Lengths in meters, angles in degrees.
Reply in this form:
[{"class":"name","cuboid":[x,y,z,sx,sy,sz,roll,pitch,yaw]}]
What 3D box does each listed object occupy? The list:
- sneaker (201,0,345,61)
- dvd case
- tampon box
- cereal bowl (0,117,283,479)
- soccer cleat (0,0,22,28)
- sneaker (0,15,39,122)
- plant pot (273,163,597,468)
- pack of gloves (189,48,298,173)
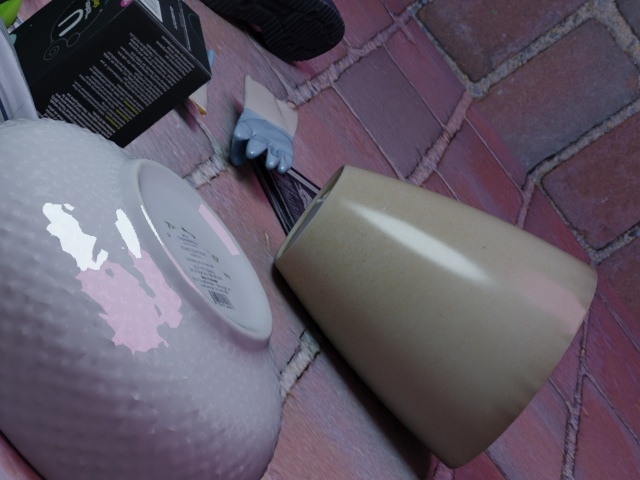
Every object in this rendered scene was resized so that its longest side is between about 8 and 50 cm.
[{"class":"sneaker","cuboid":[-0.074,-0.341,2.586,0.319,0.112,0.131,33,28,-58]},{"class":"dvd case","cuboid":[0.000,0.000,2.218,0.164,0.018,0.221,35,24,-52]},{"class":"tampon box","cuboid":[-0.188,-0.147,1.655,0.101,0.161,0.120,45,15,-31]},{"class":"cereal bowl","cuboid":[-0.137,0.043,1.425,0.339,0.141,0.339,50,14,-17]},{"class":"soccer cleat","cuboid":[-0.269,-0.258,1.669,0.060,0.179,0.072,20,12,20]},{"class":"sneaker","cuboid":[-0.283,-0.143,1.503,0.094,0.091,0.258,-117,-175,-50]},{"class":"plant pot","cuboid":[0.097,0.053,2.027,0.274,0.256,0.256,35,17,-6]},{"class":"pack of gloves","cuboid":[-0.115,-0.150,2.183,0.195,0.046,0.232,37,17,-11]}]
